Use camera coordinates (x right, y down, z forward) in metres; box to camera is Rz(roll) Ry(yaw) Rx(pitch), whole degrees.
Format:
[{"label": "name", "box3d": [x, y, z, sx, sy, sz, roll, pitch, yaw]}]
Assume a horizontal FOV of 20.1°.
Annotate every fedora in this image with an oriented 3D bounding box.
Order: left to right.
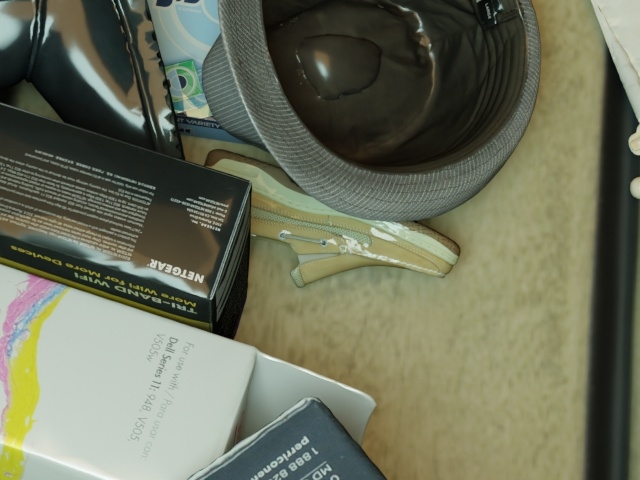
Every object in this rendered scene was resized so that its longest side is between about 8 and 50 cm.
[{"label": "fedora", "box3d": [0.017, -0.125, 1.221, 0.275, 0.124, 0.243, -24, 94, -36]}]

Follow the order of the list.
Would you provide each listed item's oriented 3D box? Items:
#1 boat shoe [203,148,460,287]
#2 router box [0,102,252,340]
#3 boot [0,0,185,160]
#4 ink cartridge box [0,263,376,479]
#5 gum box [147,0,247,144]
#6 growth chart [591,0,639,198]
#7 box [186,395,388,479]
[{"label": "boat shoe", "box3d": [0.000, 0.000, 1.248, 0.190, 0.068, 0.072, 19, 85, 13]}, {"label": "router box", "box3d": [-0.200, -0.010, 1.143, 0.309, 0.243, 0.081, 17, 73, 3]}, {"label": "boot", "box3d": [-0.207, -0.107, 1.196, 0.207, 0.094, 0.246, -15, 97, -4]}, {"label": "ink cartridge box", "box3d": [-0.160, 0.129, 1.111, 0.354, 0.207, 0.119, 17, 57, 3]}, {"label": "gum box", "box3d": [-0.097, -0.169, 1.302, 0.157, 0.041, 0.184, 9, 72, 0]}, {"label": "growth chart", "box3d": [0.279, -0.157, 1.326, 0.172, 0.021, 0.237, -12, 74, -7]}, {"label": "box", "box3d": [0.056, 0.331, 0.935, 0.212, 0.293, 0.395, -36, 46, -8]}]
